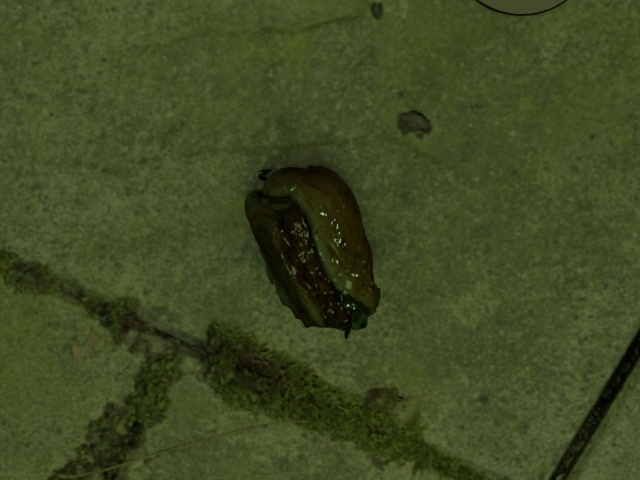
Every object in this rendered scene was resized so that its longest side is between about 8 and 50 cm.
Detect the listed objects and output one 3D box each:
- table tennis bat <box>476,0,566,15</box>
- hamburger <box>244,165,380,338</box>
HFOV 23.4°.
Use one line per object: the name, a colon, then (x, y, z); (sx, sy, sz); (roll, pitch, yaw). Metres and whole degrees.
table tennis bat: (0.225, -0.373, 1.641); (0.154, 0.021, 0.274); (8, 111, 1)
hamburger: (0.000, 0.000, 1.697); (0.130, 0.206, 0.183); (-29, 107, -7)
